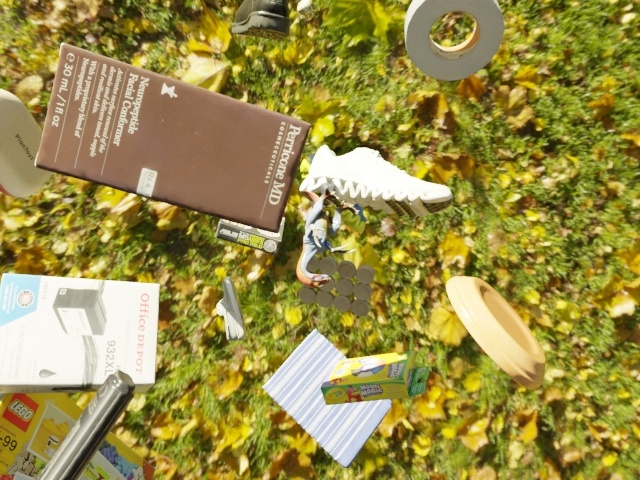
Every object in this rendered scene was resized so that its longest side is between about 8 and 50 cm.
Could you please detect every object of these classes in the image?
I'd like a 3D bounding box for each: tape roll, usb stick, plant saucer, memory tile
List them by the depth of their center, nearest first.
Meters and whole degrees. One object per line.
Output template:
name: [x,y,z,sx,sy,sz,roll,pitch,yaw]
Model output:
usb stick: [-0.361,0.317,0.769,0.045,0.077,0.278,36,81,-22]
plant saucer: [0.270,0.128,0.804,0.200,0.200,0.037,41,112,-11]
memory tile: [0.030,0.085,1.036,0.148,0.012,0.113,12,117,16]
tape roll: [0.305,-0.486,1.239,0.219,0.072,0.219,4,133,4]

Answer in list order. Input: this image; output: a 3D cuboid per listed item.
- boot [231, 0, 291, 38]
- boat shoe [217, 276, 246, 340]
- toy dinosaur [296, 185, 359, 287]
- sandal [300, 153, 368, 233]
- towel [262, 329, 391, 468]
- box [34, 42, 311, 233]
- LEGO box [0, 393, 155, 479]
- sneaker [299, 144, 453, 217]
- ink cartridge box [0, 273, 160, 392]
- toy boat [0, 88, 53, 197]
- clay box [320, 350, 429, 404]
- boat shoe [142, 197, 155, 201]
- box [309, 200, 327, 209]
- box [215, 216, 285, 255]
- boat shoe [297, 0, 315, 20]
boot: [-0.126,-0.648,1.348,0.131,0.348,0.260,3,105,-23]
boat shoe: [-0.315,0.240,1.838,0.081,0.079,0.227,-12,96,-1]
toy dinosaur: [0.000,0.000,0.459,0.047,0.090,0.082,38,78,-24]
sandal: [0.063,-0.166,1.689,0.138,0.126,0.317,-49,125,-6]
towel: [0.028,0.454,1.556,0.336,0.040,0.243,45,61,0]
box: [-0.227,-0.156,0.867,0.382,0.143,0.191,15,99,-14]
LEGO box: [-0.630,0.576,1.181,0.193,0.372,0.500,-17,128,17]
sneaker: [0.105,-0.116,1.009,0.292,0.110,0.118,11,78,21]
ink cartridge box: [-0.507,0.201,1.129,0.308,0.129,0.223,7,66,-24]
toy boat: [-0.671,-0.201,1.102,0.151,0.151,0.231,3,136,19]
clay box: [0.124,0.304,1.195,0.222,0.127,0.053,-14,101,21]
boat shoe: [-0.498,-0.153,1.571,0.079,0.233,0.084,3,85,-15]
box: [0.011,-0.142,1.909,0.083,0.052,0.062,-29,79,29]
box: [-0.242,-0.049,1.903,0.216,0.270,0.060,17,109,-6]
boat shoe: [-0.047,-0.659,1.534,0.048,0.153,0.056,-29,109,3]
